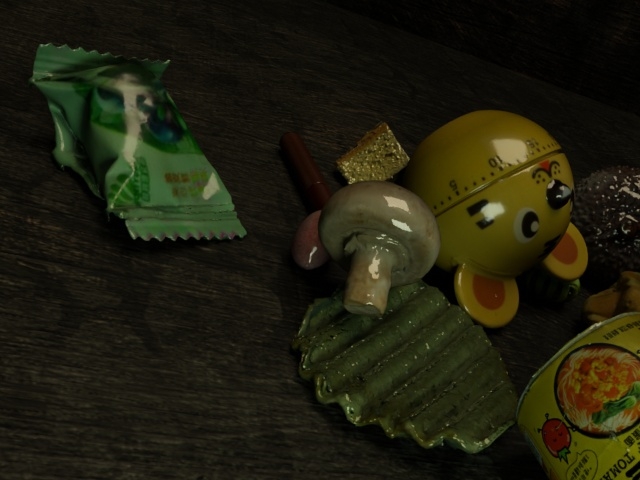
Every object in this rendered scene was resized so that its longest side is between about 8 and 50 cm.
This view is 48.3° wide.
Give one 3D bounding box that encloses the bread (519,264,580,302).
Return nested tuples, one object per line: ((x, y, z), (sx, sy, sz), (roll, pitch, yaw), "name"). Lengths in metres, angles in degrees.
((0.488, 0.082, 1.536), (0.139, 0.071, 0.130), (28, 26, 9), "bread")

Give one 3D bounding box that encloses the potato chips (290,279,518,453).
((0.153, 0.179, 1.125), (0.358, 0.070, 0.429), (33, 29, 21), "potato chips")

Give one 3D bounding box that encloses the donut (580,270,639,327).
((0.694, 0.205, 1.401), (0.360, 0.170, 0.360), (24, 28, -14), "donut")

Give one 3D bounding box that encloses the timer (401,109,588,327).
((0.351, -0.053, 1.408), (0.376, 0.376, 0.387), (-17, 76, -50), "timer")

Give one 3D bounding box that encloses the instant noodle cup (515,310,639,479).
((0.431, 0.265, 0.933), (0.325, 0.326, 0.254), (3, 36, -35), "instant noodle cup")

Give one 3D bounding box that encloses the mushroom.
((0.080, 0.010, 1.152), (0.206, 0.209, 0.206), (40, -8, 7), "mushroom")

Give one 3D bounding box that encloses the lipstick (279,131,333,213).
((-0.020, -0.125, 1.501), (0.057, 0.057, 0.357), (9, 32, -26), "lipstick")

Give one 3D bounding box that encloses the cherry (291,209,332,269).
((-0.002, -0.005, 1.267), (0.087, 0.106, 0.126), (42, 34, 19), "cherry")

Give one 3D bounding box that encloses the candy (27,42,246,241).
((-0.307, -0.156, 1.235), (0.262, 0.172, 0.398), (-14, 60, -43), "candy")

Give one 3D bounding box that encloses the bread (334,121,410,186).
((0.122, -0.175, 1.607), (0.127, 0.152, 0.147), (-4, 49, -40), "bread")

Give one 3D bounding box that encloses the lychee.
((0.704, -0.038, 1.692), (0.300, 0.300, 0.300), (19, 30, -11), "lychee")
